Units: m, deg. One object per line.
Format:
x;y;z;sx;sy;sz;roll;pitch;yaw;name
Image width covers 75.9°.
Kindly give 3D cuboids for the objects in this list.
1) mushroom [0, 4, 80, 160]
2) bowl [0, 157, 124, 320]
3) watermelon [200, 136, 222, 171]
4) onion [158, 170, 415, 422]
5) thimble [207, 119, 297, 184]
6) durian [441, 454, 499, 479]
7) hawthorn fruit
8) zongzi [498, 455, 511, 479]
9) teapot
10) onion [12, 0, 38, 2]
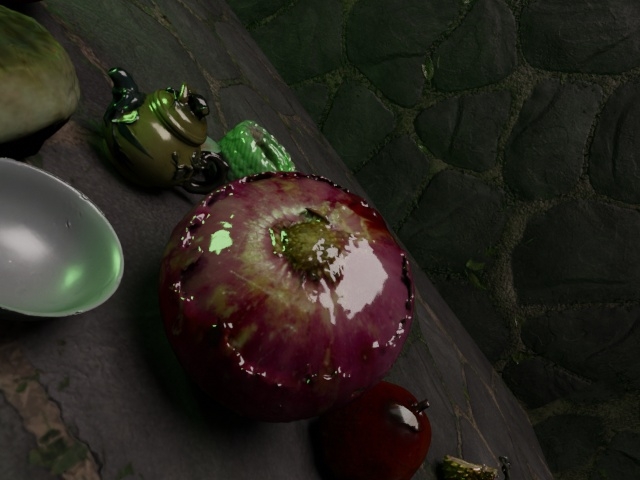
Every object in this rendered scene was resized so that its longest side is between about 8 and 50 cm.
-0.421;-0.213;0.470;0.247;0.130;0.344;57;17;-6;mushroom
-0.307;0.016;0.411;0.189;0.086;0.189;45;20;-21;bowl
-0.279;-0.203;0.910;0.094;0.081;0.180;28;12;-22;watermelon
-0.061;0.077;0.610;0.358;0.345;0.358;22;53;-33;onion
-0.160;-0.168;0.999;0.219;0.150;0.219;46;19;-21;thimble
0.380;0.598;1.008;0.182;0.132;0.165;-17;83;-83;durian
0.101;0.321;0.697;0.185;0.202;0.185;38;25;-21;hawthorn fruit
0.357;0.692;0.741;0.418;0.181;0.447;68;20;0;zongzi
-0.263;-0.186;0.727;0.269;0.182;0.173;41;22;-39;teapot
-0.505;-0.532;0.643;0.276;0.276;0.276;47;20;-22;onion
